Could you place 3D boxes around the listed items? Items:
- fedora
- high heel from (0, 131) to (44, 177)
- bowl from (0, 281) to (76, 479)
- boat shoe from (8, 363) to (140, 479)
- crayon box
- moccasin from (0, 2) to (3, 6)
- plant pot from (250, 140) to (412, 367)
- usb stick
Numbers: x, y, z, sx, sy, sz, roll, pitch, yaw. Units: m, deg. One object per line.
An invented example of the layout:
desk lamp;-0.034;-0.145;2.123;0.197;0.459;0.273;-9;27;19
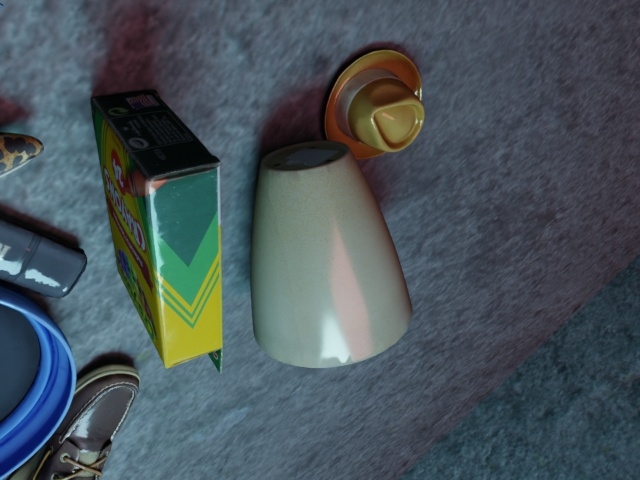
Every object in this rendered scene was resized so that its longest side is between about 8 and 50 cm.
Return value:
fedora;0.098;-0.192;0.855;0.194;0.079;0.194;-22;134;-24
high heel;-0.381;-0.131;0.485;0.261;0.093;0.186;-19;122;-44
bowl;-0.510;0.192;0.671;0.391;0.077;0.391;-23;135;-25
boat shoe;-0.382;0.349;0.873;0.342;0.123;0.123;-51;140;8
crayon box;-0.194;0.007;0.682;0.081;0.202;0.319;-17;132;-28
moccasin;-0.323;-0.244;0.376;0.137;0.117;0.342;-14;148;-18
plant pot;0.000;0.000;0.837;0.256;0.256;0.274;-22;118;-25
usb stick;-0.394;-0.005;0.625;0.077;0.045;0.278;-52;139;2
